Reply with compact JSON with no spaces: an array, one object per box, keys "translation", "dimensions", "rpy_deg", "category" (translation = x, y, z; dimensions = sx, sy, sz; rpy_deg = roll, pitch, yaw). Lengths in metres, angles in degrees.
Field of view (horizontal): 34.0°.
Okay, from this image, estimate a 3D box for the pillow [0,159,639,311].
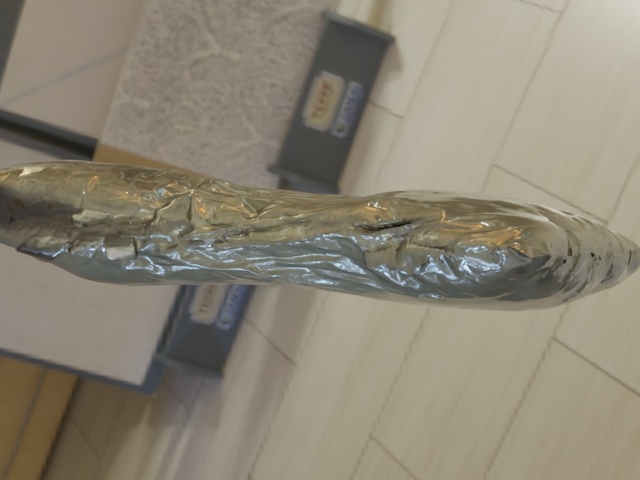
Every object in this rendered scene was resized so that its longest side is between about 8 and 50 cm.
[{"translation":[0.000,0.000,0.409],"dimensions":[0.230,0.148,0.050],"rpy_deg":[6,94,28],"category":"pillow"}]
